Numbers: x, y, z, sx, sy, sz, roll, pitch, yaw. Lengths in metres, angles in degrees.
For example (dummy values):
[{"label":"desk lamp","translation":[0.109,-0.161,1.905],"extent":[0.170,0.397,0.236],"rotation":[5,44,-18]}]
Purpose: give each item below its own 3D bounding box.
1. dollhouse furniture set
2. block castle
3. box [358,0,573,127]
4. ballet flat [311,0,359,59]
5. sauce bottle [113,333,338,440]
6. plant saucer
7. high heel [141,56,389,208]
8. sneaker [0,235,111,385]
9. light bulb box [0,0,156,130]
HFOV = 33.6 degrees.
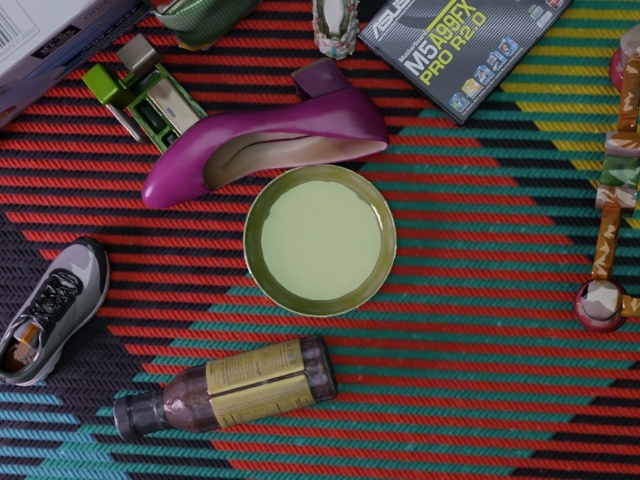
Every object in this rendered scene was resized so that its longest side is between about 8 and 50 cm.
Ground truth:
[{"label":"dollhouse furniture set","translation":[-0.178,-0.275,1.600],"extent":[0.301,0.197,0.151],"rotation":[-40,86,4]},{"label":"block castle","translation":[0.550,-0.073,1.545],"extent":[0.303,0.213,0.453],"rotation":[8,85,16]},{"label":"box","translation":[0.226,-0.344,1.637],"extent":[0.216,0.060,0.270],"rotation":[42,93,3]},{"label":"ballet flat","translation":[0.025,-0.404,1.644],"extent":[0.091,0.077,0.240],"rotation":[-5,89,5]},{"label":"sauce bottle","translation":[-0.149,0.235,1.646],"extent":[0.345,0.111,0.111],"rotation":[-14,89,5]},{"label":"plant saucer","translation":[0.000,0.000,1.669],"extent":[0.241,0.037,0.240],"rotation":[0,90,5]},{"label":"high heel","translation":[-0.087,-0.122,1.607],"extent":[0.377,0.127,0.181],"rotation":[-35,62,1]},{"label":"sneaker","translation":[-0.423,0.116,1.669],"extent":[0.100,0.108,0.271],"rotation":[31,91,5]},{"label":"light bulb box","translation":[-0.464,-0.333,1.532],"extent":[0.358,0.361,0.225],"rotation":[-37,95,4]}]
